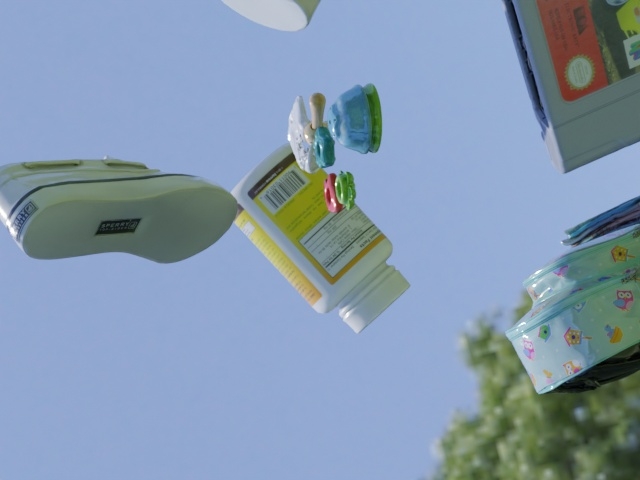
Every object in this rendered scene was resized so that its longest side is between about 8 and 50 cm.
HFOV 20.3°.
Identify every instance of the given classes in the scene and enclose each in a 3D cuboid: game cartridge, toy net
[{"bbox_3d":[0.239,-0.203,1.397,0.060,0.196,0.294,58,173,51],"label":"game cartridge"},{"bbox_3d":[0.014,-0.092,1.794,0.232,0.045,0.122,-170,73,-76],"label":"toy net"}]

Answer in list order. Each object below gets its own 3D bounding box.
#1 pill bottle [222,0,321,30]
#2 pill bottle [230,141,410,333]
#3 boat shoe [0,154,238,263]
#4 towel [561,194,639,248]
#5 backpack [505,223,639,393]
[{"bbox_3d":[-0.011,-0.316,1.648,0.131,0.131,0.229,41,-112,-45],"label":"pill bottle"},{"bbox_3d":[0.000,0.000,2.028,0.215,0.117,0.117,48,-152,4],"label":"pill bottle"},{"bbox_3d":[-0.190,-0.035,1.650,0.267,0.096,0.088,-6,-135,-46],"label":"boat shoe"},{"bbox_3d":[0.486,-0.023,1.933,0.370,0.271,0.040,3,-108,-28],"label":"towel"},{"bbox_3d":[0.281,0.074,1.801,0.188,0.166,0.144,-29,-94,-30],"label":"backpack"}]
